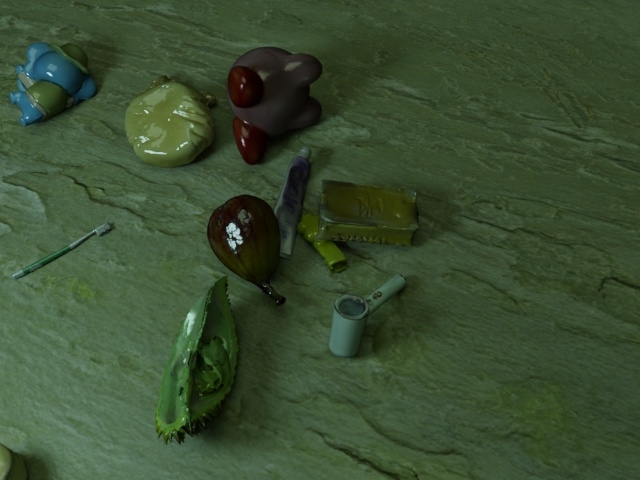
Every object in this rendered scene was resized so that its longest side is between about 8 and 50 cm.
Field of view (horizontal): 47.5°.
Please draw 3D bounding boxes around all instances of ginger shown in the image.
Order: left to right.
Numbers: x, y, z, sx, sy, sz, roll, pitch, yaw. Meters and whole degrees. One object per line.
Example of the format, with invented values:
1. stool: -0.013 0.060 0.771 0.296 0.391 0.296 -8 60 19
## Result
1. ginger: -0.398 -0.399 1.993 0.193 0.052 0.176 -24 63 -9

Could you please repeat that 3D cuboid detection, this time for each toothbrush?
1. toothbrush: -0.624 0.026 1.758 0.257 0.018 0.024 -30 66 -14

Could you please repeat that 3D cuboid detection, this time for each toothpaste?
1. toothpaste: -0.072 -0.096 1.769 0.075 0.048 0.301 22 65 -13

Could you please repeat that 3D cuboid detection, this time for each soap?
1. soap: 0.107 -0.063 1.685 0.233 0.076 0.135 4 49 -3

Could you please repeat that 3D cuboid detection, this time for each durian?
1. durian: -0.260 0.254 1.485 0.157 0.169 0.356 2 52 6

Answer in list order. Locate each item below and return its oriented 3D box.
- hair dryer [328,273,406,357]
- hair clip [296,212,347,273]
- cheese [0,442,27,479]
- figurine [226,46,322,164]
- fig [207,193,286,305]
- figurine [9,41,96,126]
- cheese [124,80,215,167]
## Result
1. hair dryer: 0.107 0.142 1.574 0.073 0.131 0.236 30 45 24
2. hair clip: 0.000 0.000 1.697 0.072 0.046 0.173 -18 55 -18
3. cheese: -0.802 0.528 1.395 0.383 0.104 0.384 -3 57 4
4. figurine: -0.147 -0.380 1.853 0.261 0.270 0.211 -32 54 -25
5. fig: -0.147 0.031 1.638 0.170 0.145 0.274 -37 68 23
6. figurine: -0.748 -0.437 1.994 0.180 0.154 0.262 39 64 14
7. cheese: -0.388 -0.292 1.874 0.225 0.117 0.214 -20 73 5
